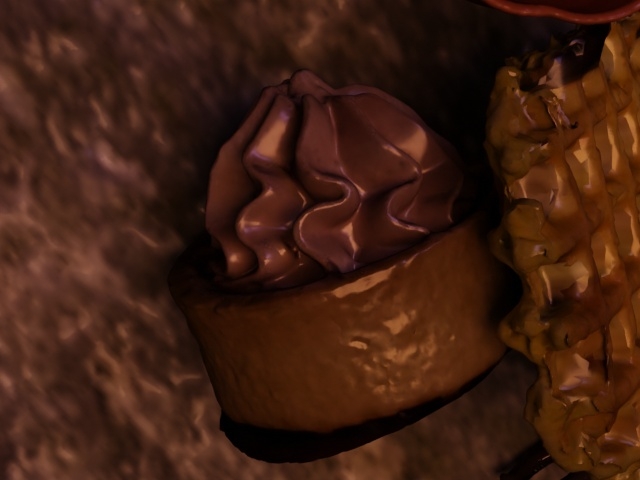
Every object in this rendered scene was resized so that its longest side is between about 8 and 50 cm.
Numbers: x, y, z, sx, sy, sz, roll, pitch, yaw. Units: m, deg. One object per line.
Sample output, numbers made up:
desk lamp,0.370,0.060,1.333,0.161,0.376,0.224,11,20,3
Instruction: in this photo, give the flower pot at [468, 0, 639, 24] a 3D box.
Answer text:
flower pot,0.097,-0.217,0.846,0.191,0.173,0.190,-6,105,-22

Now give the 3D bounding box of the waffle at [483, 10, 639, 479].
waffle,0.168,-0.010,0.887,0.307,0.060,0.311,59,36,-39

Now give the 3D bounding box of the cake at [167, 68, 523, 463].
cake,0.000,0.000,0.850,0.208,0.185,0.178,-27,107,5

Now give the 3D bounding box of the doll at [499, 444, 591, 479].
doll,0.203,0.101,1.027,0.165,0.057,0.139,0,99,-27
